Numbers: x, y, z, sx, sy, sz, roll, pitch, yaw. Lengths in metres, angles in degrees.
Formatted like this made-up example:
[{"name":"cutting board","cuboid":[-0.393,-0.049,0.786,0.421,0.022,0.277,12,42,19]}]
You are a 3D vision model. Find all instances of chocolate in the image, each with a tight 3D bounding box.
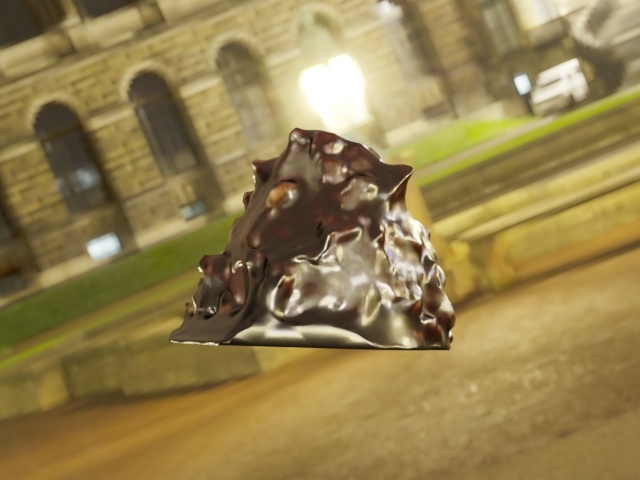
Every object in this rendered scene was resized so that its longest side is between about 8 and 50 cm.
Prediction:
[{"name":"chocolate","cuboid":[0.000,0.000,1.231,0.224,0.177,0.206,3,-3,2]}]
